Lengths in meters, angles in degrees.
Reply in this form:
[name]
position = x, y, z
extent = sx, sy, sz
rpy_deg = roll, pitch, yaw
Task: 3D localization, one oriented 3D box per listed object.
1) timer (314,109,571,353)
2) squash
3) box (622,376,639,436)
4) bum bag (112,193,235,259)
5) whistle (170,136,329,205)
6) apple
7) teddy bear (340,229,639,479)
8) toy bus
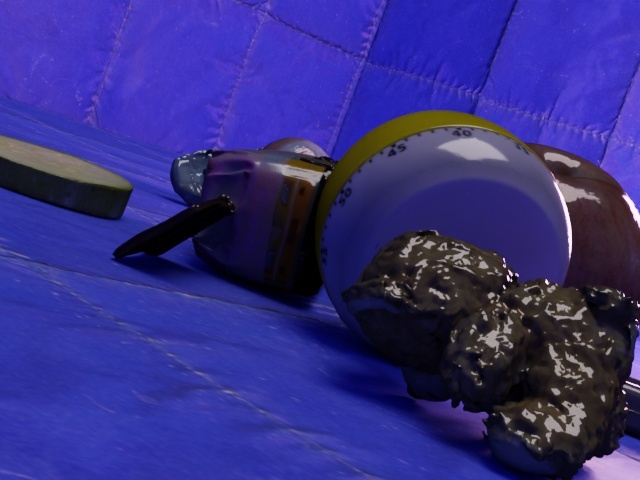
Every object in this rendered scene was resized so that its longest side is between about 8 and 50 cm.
[timer]
position = 0.116, -0.023, 1.291
extent = 0.285, 0.285, 0.285
rpy_deg = 20, 4, -2
[squash]
position = -0.366, -0.088, 1.557
extent = 0.252, 0.049, 0.252
rpy_deg = 20, 7, -2
[box]
position = 0.290, 0.163, 1.380
extent = 0.243, 0.055, 0.103
rpy_deg = 21, 5, 3
[bum bag]
position = -0.152, -0.011, 1.278
extent = 0.026, 0.109, 0.159
rpy_deg = 61, 11, 0
[whistle]
position = -0.100, -0.101, 2.161
extent = 0.347, 0.189, 0.189
rpy_deg = 4, 13, -35
[apple]
position = 0.310, -0.001, 1.717
extent = 0.344, 0.270, 0.345
rpy_deg = -1, 34, 0
[teddy bear]
position = 0.141, 0.085, 1.029
extent = 0.256, 0.156, 0.267
rpy_deg = 20, 5, 20
[toy bus]
position = -0.062, -0.031, 1.525
extent = 0.162, 0.171, 0.386
rpy_deg = 11, 4, 2
